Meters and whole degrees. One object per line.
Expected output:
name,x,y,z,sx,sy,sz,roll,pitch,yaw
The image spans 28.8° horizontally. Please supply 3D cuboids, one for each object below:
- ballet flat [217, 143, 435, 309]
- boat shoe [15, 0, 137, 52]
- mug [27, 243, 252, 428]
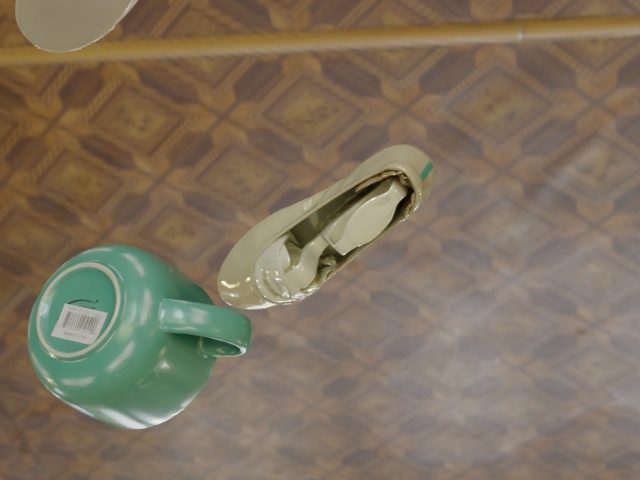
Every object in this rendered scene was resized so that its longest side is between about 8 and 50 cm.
ballet flat,0.000,0.000,1.146,0.248,0.086,0.086,-38,125,18
boat shoe,-0.230,-0.369,1.526,0.340,0.158,0.127,-36,103,30
mug,-0.144,0.061,0.937,0.157,0.129,0.097,-35,145,9
